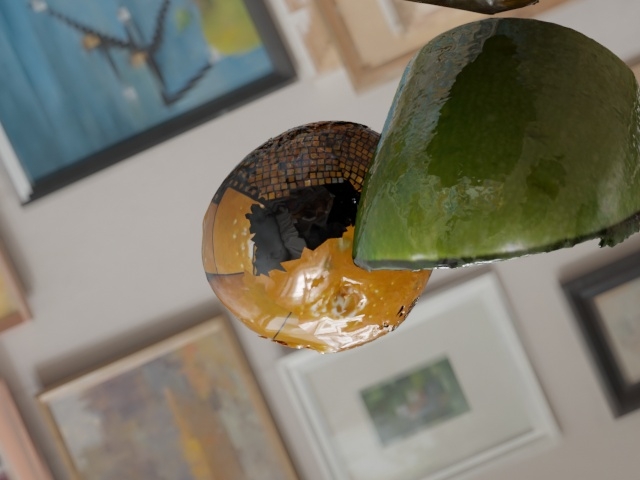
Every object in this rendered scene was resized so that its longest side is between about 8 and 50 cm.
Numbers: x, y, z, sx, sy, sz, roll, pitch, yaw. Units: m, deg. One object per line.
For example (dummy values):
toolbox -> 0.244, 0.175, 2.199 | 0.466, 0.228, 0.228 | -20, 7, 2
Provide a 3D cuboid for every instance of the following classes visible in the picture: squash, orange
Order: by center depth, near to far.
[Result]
squash -> 0.146, -0.026, 1.408 | 0.309, 0.234, 0.210 | -76, -24, -49
orange -> 0.000, 0.000, 1.663 | 0.234, 0.234, 0.182 | 61, -176, -50

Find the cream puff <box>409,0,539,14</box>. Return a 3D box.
cream puff -> 0.102, -0.254, 1.365 | 0.269, 0.241, 0.154 | -28, -54, -62
